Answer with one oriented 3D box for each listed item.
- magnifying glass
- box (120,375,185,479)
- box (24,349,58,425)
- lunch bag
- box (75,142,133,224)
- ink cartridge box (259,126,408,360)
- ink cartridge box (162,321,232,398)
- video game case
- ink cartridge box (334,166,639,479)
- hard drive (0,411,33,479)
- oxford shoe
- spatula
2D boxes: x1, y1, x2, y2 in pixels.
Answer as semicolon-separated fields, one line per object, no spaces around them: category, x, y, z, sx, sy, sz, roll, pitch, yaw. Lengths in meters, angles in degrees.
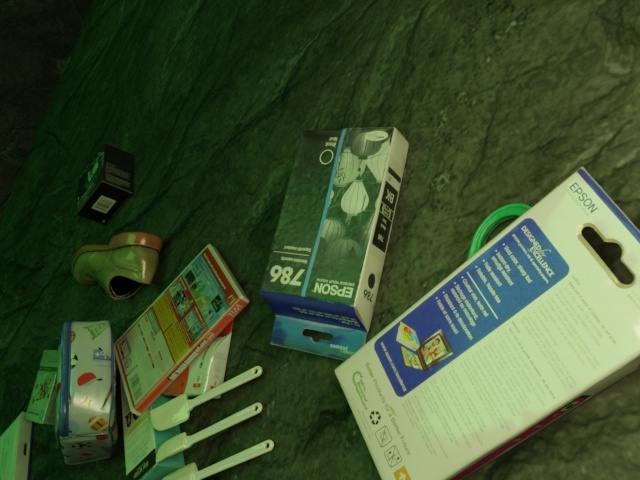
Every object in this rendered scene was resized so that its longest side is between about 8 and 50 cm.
magnifying glass;0.185;0.060;0.718;0.231;0.026;0.092;-56;40;11
box;-0.318;0.333;1.139;0.100;0.060;0.244;-45;43;24
box;-0.713;0.383;1.599;0.145;0.038;0.186;-10;66;47
lunch bag;-0.469;0.301;1.215;0.303;0.114;0.243;120;142;-51
box;-0.602;-0.157;1.696;0.156;0.093;0.158;-40;44;30
ink cartridge box;0.014;-0.002;0.882;0.165;0.065;0.333;5;76;32
ink cartridge box;-0.222;0.196;1.111;0.145;0.045;0.180;-14;64;45
video game case;-0.269;0.158;1.138;0.285;0.025;0.204;-46;38;2
ink cartridge box;0.182;0.113;0.638;0.371;0.069;0.176;-46;51;26
hard drive;-0.876;0.640;1.658;0.318;0.040;0.210;-43;43;27
oxford shoe;-0.501;0.078;1.439;0.348;0.122;0.130;-20;63;44
spatula;-0.178;0.313;0.981;0.241;0.019;0.168;-28;54;19
